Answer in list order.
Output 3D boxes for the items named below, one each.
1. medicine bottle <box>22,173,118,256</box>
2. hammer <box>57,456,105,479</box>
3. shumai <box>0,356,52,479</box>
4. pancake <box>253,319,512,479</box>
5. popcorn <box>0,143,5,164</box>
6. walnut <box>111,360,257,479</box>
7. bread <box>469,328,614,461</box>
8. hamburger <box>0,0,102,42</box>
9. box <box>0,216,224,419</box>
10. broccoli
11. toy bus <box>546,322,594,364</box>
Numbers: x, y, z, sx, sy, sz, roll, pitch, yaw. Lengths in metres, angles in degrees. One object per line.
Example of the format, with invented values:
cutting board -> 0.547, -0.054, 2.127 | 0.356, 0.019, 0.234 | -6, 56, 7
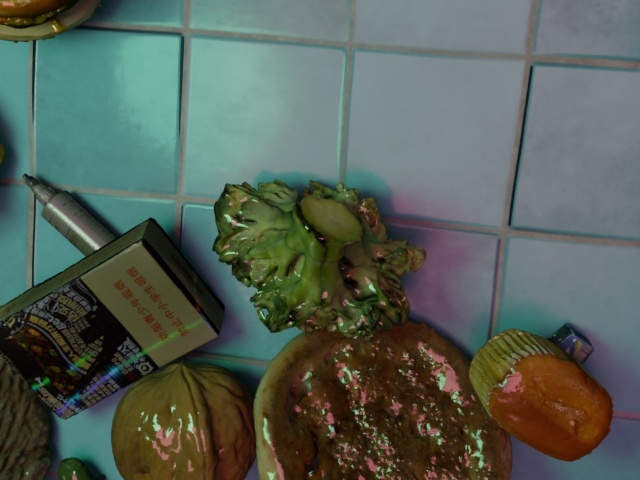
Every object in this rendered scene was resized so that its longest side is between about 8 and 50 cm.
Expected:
medicine bottle -> -0.392, -0.035, 1.257 | 0.199, 0.057, 0.057 | 43, 104, 0
hammer -> -0.339, 0.506, 1.326 | 0.206, 0.119, 0.335 | -30, 87, 14
shumai -> -0.608, 0.329, 1.323 | 0.262, 0.267, 0.314 | -8, 69, 41
pancake -> 0.095, 0.285, 1.129 | 0.382, 0.071, 0.382 | 4, 69, -10
popcorn -> -0.598, -0.115, 1.219 | 0.191, 0.190, 0.253 | 35, 65, -10
walnut -> -0.200, 0.286, 1.207 | 0.228, 0.228, 0.228 | 2, 100, 10
bread -> 0.305, 0.213, 1.096 | 0.190, 0.114, 0.132 | 31, 101, -17
hamburger -> -0.418, -0.406, 1.087 | 0.291, 0.225, 0.291 | 0, 88, -18
box -> -0.326, 0.125, 1.229 | 0.310, 0.084, 0.198 | -29, 115, 14
broccoli -> 0.000, 0.000, 1.091 | 0.288, 0.245, 0.248 | 8, 63, -12
toy bus -> 0.329, 0.193, 1.170 | 0.061, 0.051, 0.153 | 33, 104, -3
